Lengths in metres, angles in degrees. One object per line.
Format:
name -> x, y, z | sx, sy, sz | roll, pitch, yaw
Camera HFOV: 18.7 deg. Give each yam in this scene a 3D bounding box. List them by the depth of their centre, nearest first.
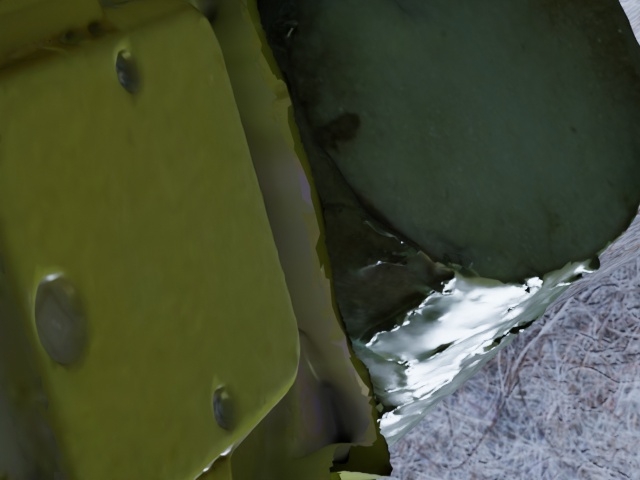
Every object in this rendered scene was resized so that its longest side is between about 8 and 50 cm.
yam -> 0.000, 0.000, 0.873 | 0.195, 0.195, 0.300 | -23, 165, -40

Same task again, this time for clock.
clock -> -0.075, 0.013, 0.541 | 0.071, 0.277, 0.293 | -11, -175, 22
